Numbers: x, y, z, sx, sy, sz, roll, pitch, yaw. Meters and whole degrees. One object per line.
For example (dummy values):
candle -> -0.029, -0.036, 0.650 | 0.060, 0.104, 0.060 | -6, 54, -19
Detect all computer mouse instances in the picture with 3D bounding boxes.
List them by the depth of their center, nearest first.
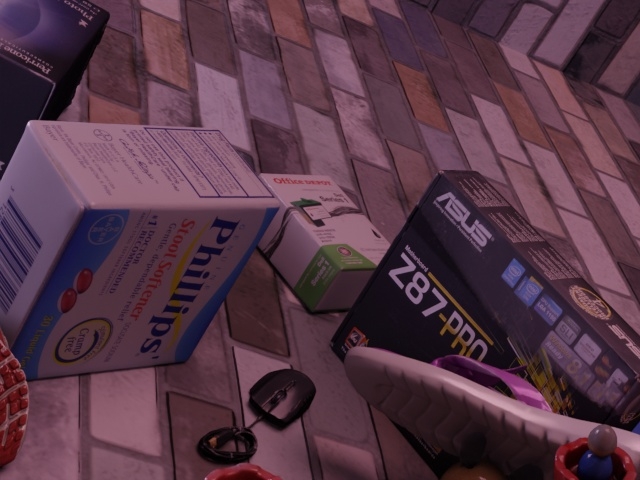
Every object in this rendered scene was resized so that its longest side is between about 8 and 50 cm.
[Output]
computer mouse -> -0.072, 0.208, 1.668 | 0.071, 0.041, 0.242 | 38, 28, 10

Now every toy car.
toy car -> 0.172, 0.312, 1.582 | 0.155, 0.188, 0.149 | 29, 27, -4

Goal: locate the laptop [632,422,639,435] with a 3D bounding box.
laptop -> 0.349, 0.261, 1.909 | 0.234, 0.136, 0.264 | 44, 29, 23

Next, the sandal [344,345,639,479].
sandal -> 0.229, 0.201, 1.593 | 0.416, 0.169, 0.102 | 21, 59, 14

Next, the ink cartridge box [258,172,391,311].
ink cartridge box -> 0.000, 0.000, 2.032 | 0.160, 0.092, 0.219 | -1, 42, -48

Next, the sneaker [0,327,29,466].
sneaker -> -0.356, 0.134, 1.442 | 0.088, 0.092, 0.225 | -17, 64, -8

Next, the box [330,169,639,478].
box -> 0.219, 0.151, 1.762 | 0.097, 0.318, 0.395 | -1, 42, -47

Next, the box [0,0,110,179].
box -> -0.485, -0.270, 1.891 | 0.296, 0.182, 0.294 | 27, 29, -8

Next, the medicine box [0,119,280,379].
medicine box -> -0.238, 0.011, 1.580 | 0.289, 0.263, 0.149 | -2, 43, -47

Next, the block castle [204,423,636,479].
block castle -> 0.125, 0.331, 1.300 | 0.453, 0.212, 0.303 | -2, 30, -14
